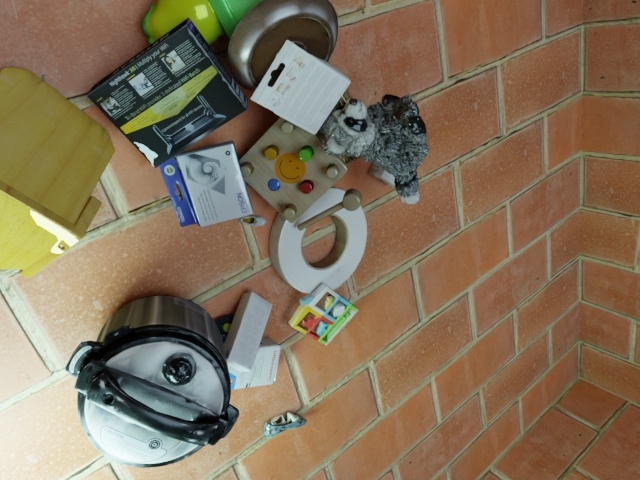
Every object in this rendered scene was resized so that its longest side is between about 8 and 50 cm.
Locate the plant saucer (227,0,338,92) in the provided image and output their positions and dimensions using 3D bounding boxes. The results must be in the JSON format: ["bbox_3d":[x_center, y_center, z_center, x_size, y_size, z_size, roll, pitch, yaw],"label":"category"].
[{"bbox_3d":[-0.084,-0.485,1.243,0.311,0.050,0.310,-23,155,-11],"label":"plant saucer"}]

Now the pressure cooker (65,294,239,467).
[{"bbox_3d":[-0.425,0.358,1.260,0.370,0.420,0.375,-12,104,-15],"label":"pressure cooker"}]

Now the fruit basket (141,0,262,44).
[{"bbox_3d":[-0.271,-0.621,1.260,0.392,0.283,0.392,2,128,3],"label":"fruit basket"}]

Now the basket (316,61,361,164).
[{"bbox_3d":[0.014,-0.406,1.595,0.213,0.223,0.299,-31,127,14],"label":"basket"}]

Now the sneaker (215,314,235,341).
[{"bbox_3d":[-0.347,0.314,1.584,0.069,0.082,0.209,50,50,7],"label":"sneaker"}]

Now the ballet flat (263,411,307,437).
[{"bbox_3d":[-0.133,0.694,1.857,0.188,0.070,0.070,-7,108,-38],"label":"ballet flat"}]

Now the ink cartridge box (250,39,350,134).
[{"bbox_3d":[-0.055,-0.408,1.293,0.225,0.056,0.181,21,117,-36],"label":"ink cartridge box"}]

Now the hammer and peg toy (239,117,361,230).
[{"bbox_3d":[-0.057,-0.176,1.472,0.266,0.127,0.361,-41,104,18],"label":"hammer and peg toy"}]

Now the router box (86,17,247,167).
[{"bbox_3d":[-0.379,-0.363,1.231,0.309,0.081,0.243,-28,126,12],"label":"router box"}]

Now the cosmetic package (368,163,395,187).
[{"bbox_3d":[0.287,-0.327,1.827,0.117,0.085,0.231,24,91,-39],"label":"cosmetic package"}]

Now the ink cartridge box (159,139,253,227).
[{"bbox_3d":[-0.328,-0.153,1.391,0.224,0.045,0.223,-15,116,-2],"label":"ink cartridge box"}]

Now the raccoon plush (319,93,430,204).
[{"bbox_3d":[0.159,-0.238,1.479,0.299,0.216,0.446,-19,123,-5],"label":"raccoon plush"}]

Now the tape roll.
[{"bbox_3d":[0.000,0.000,1.726,0.392,0.072,0.392,-13,112,-34],"label":"tape roll"}]

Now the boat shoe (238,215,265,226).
[{"bbox_3d":[-0.217,-0.063,1.568,0.100,0.035,0.035,10,98,-38],"label":"boat shoe"}]

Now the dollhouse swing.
[{"bbox_3d":[-0.726,-0.164,1.146,0.315,0.305,0.347,-29,132,24],"label":"dollhouse swing"}]

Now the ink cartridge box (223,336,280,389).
[{"bbox_3d":[-0.252,0.419,1.662,0.203,0.086,0.148,5,100,-38],"label":"ink cartridge box"}]

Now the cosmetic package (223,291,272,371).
[{"bbox_3d":[-0.241,0.295,1.580,0.099,0.060,0.239,39,51,-31],"label":"cosmetic package"}]

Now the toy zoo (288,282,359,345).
[{"bbox_3d":[0.006,0.270,1.784,0.192,0.030,0.293,-48,138,2],"label":"toy zoo"}]

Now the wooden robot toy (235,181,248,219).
[{"bbox_3d":[-0.249,-0.154,1.498,0.079,0.076,0.173,-30,121,-38],"label":"wooden robot toy"}]
